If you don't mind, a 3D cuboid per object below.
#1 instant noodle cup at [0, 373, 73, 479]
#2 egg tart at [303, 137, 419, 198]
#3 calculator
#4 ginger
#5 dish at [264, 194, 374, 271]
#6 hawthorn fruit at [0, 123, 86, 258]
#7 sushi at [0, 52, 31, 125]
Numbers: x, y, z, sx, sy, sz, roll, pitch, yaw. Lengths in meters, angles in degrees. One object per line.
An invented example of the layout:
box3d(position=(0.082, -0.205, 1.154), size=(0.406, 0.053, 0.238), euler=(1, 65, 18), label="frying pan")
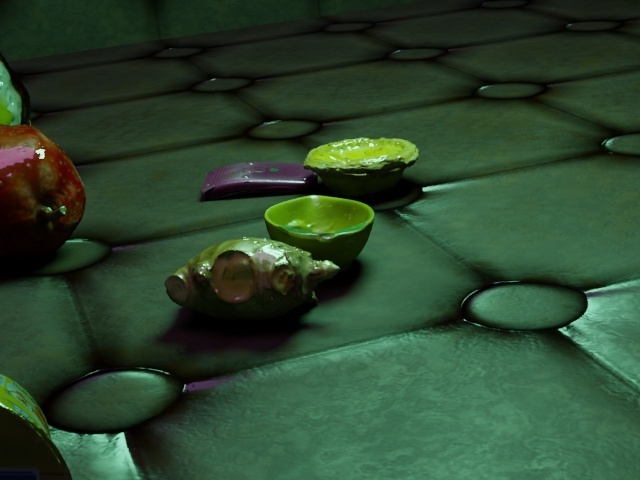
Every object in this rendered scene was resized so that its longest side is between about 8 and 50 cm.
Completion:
box3d(position=(-0.305, 0.195, 0.962), size=(0.205, 0.205, 0.153), euler=(-9, 14, -10), label="instant noodle cup")
box3d(position=(0.067, -0.118, 1.883), size=(0.191, 0.074, 0.191), euler=(-6, 19, 2), label="egg tart")
box3d(position=(-0.100, -0.106, 1.959), size=(0.190, 0.034, 0.126), euler=(-3, 18, 3), label="calculator")
box3d(position=(-0.081, 0.048, 1.433), size=(0.216, 0.102, 0.157), euler=(-3, -4, 15), label="ginger")
box3d(position=(0.000, 0.000, 1.571), size=(0.148, 0.080, 0.208), euler=(-2, 18, -2), label="dish")
box3d(position=(-0.439, -0.066, 1.697), size=(0.205, 0.205, 0.253), euler=(-17, 28, -30), label="hawthorn fruit")
box3d(position=(-0.698, -0.220, 2.068), size=(0.294, 0.281, 0.299), euler=(-1, 27, 30), label="sushi")
